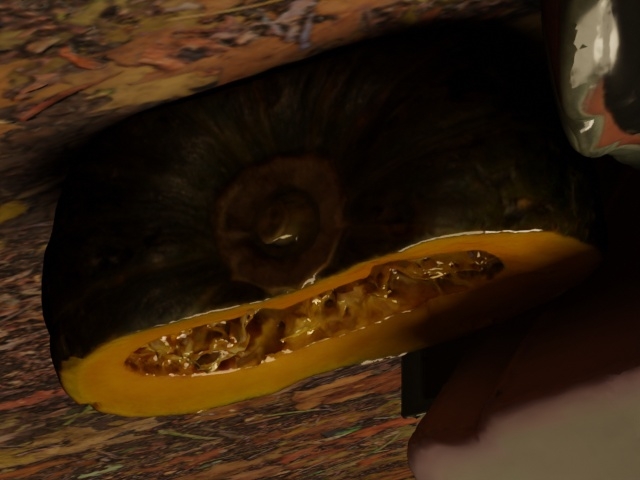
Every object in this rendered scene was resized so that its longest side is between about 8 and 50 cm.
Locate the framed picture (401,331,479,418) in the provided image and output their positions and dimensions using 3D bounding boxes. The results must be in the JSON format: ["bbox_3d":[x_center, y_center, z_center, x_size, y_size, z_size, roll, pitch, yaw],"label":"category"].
[{"bbox_3d":[0.204,0.041,1.205,0.296,0.019,0.232,-14,-153,12],"label":"framed picture"}]

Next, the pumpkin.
[{"bbox_3d":[0.000,0.000,0.915,0.317,0.139,0.222,-20,161,9],"label":"pumpkin"}]

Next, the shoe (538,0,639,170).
[{"bbox_3d":[0.184,-0.098,0.751,0.137,0.114,0.291,-12,168,24],"label":"shoe"}]

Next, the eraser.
[{"bbox_3d":[0.239,0.026,0.964,0.272,0.122,0.359,-25,-164,38],"label":"eraser"}]
